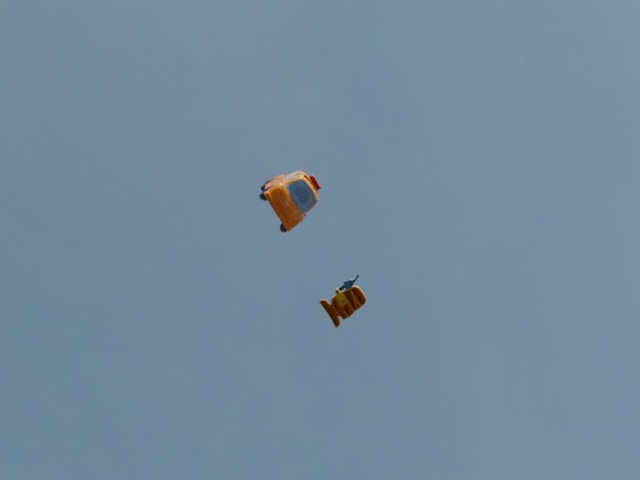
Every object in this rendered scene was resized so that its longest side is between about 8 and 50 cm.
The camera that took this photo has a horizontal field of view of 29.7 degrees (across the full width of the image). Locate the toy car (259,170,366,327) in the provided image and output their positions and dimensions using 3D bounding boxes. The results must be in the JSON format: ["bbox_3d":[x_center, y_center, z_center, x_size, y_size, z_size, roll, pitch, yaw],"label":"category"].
[{"bbox_3d":[0.000,0.000,0.869,0.040,0.060,0.122,-32,-97,6],"label":"toy car"}]
